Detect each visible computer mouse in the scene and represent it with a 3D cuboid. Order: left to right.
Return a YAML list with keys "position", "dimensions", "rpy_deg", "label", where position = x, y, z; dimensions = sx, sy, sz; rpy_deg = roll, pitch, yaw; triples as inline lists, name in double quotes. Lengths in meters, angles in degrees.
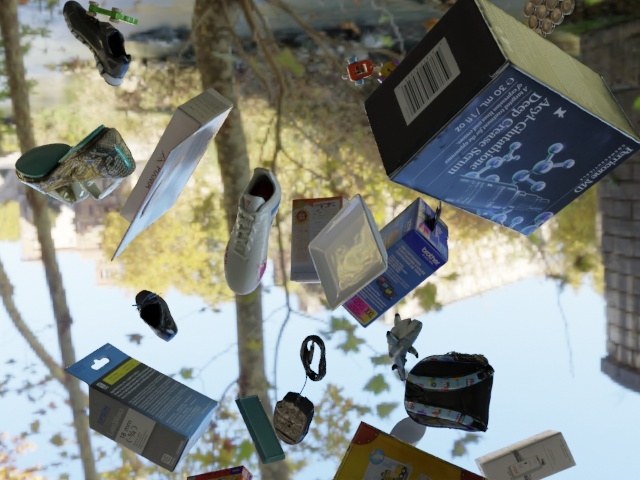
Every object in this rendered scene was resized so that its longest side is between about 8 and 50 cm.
- position: [-0.029, 0.260, 1.303]
  dimensions: [0.071, 0.242, 0.041]
  rpy_deg: [30, -148, 22]
  label: "computer mouse"

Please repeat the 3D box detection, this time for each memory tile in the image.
- position: [0.525, -0.537, 1.724]
  dimensions: [0.012, 0.113, 0.148]
  rpy_deg: [-6, 161, -23]
  label: "memory tile"

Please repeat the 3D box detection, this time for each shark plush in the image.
- position: [0.169, 0.226, 1.524]
  dimensions: [0.067, 0.161, 0.073]
  rpy_deg: [11, -159, 17]
  label: "shark plush"

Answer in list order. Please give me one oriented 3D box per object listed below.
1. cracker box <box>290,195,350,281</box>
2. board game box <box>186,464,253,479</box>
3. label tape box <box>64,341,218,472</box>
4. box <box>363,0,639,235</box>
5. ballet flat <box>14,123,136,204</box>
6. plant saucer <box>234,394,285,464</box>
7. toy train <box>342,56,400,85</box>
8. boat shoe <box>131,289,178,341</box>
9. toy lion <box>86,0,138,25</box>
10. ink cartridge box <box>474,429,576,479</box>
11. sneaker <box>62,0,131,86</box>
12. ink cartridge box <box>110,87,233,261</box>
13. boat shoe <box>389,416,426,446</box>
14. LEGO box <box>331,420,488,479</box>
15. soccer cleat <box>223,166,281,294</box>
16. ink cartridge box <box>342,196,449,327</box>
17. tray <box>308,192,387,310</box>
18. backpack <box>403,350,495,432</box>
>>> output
- position: [0.000, 0.000, 2.073]
  dimensions: [0.156, 0.232, 0.067]
  rpy_deg: [-2, 170, 24]
  label: "cracker box"
- position: [-0.226, 0.570, 1.542]
  dimensions: [0.147, 0.045, 0.193]
  rpy_deg: [-18, -144, 20]
  label: "board game box"
- position: [-0.446, 0.400, 1.832]
  dimensions: [0.334, 0.106, 0.240]
  rpy_deg: [27, -169, 5]
  label: "label tape box"
- position: [0.333, -0.216, 1.387]
  dimensions: [0.395, 0.212, 0.293]
  rpy_deg: [17, 133, -34]
  label: "box"
- position: [-0.648, -0.180, 1.989]
  dimensions: [0.483, 0.182, 0.164]
  rpy_deg: [-5, -141, 45]
  label: "ballet flat"
- position: [-0.151, 0.470, 1.885]
  dimensions: [0.067, 0.018, 0.192]
  rpy_deg: [-4, -133, -34]
  label: "plant saucer"
- position: [0.121, -0.314, 1.568]
  dimensions: [0.125, 0.166, 0.046]
  rpy_deg: [-23, -170, -2]
  label: "toy train"
- position: [-0.533, 0.220, 2.398]
  dimensions: [0.258, 0.109, 0.089]
  rpy_deg: [32, 168, 45]
  label: "boat shoe"
- position: [-0.483, -0.528, 1.758]
  dimensions: [0.100, 0.034, 0.096]
  rpy_deg: [19, -169, 12]
  label: "toy lion"
- position: [0.668, 0.729, 2.465]
  dimensions: [0.283, 0.117, 0.207]
  rpy_deg: [-22, 168, 1]
  label: "ink cartridge box"
- position: [-0.527, -0.495, 1.801]
  dimensions: [0.106, 0.234, 0.078]
  rpy_deg: [-35, 177, 36]
  label: "sneaker"
- position: [-0.307, -0.131, 1.442]
  dimensions: [0.066, 0.296, 0.261]
  rpy_deg: [37, -147, -1]
  label: "ink cartridge box"
- position: [0.239, 0.656, 2.366]
  dimensions: [0.095, 0.084, 0.258]
  rpy_deg: [38, -129, 26]
  label: "boat shoe"
- position: [0.175, 0.768, 1.876]
  dimensions: [0.372, 0.500, 0.193]
  rpy_deg: [17, 160, 35]
  label: "LEGO box"
- position: [-0.180, -0.033, 1.888]
  dimensions: [0.116, 0.331, 0.143]
  rpy_deg: [8, 156, 9]
  label: "soccer cleat"
- position: [0.238, 0.043, 2.233]
  dimensions: [0.395, 0.151, 0.270]
  rpy_deg: [-40, -168, 22]
  label: "ink cartridge box"
- position: [0.053, 0.027, 1.376]
  dimensions: [0.030, 0.145, 0.270]
  rpy_deg: [-12, 164, -24]
  label: "tray"
- position: [0.255, 0.302, 1.521]
  dimensions: [0.173, 0.158, 0.117]
  rpy_deg: [4, -169, 1]
  label: "backpack"
